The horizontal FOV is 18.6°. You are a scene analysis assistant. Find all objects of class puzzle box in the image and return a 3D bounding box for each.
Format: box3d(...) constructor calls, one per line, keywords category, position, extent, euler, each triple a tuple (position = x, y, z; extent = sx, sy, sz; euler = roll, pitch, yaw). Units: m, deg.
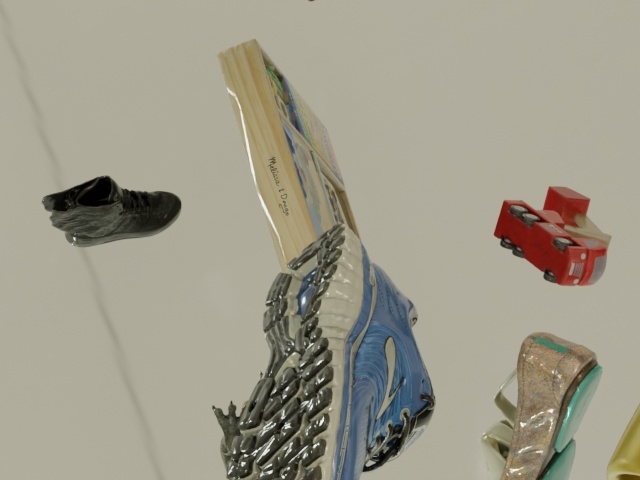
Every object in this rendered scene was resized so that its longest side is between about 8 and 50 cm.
box3d(category="puzzle box", position=(0.000, 0.000, 2.228), extent=(0.272, 0.052, 0.409), euler=(48, -158, -64))

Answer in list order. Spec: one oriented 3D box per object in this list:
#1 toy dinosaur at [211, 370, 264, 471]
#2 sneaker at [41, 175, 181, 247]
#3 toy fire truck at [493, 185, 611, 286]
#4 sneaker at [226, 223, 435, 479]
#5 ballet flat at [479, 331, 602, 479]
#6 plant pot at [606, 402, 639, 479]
box3d(category="toy dinosaur", position=(-0.069, 0.196, 1.847), extent=(0.268, 0.064, 0.118), euler=(-64, -17, -66))
box3d(category="sneaker", position=(-0.232, -0.039, 2.207), extent=(0.051, 0.170, 0.089), euler=(62, 156, 28))
box3d(category="toy fire truck", position=(0.264, -0.005, 2.105), extent=(0.192, 0.135, 0.047), euler=(41, 123, 53))
box3d(category="sneaker", position=(0.028, 0.133, 1.530), extent=(0.147, 0.130, 0.330), euler=(36, -142, -19))
box3d(category="ballet flat", position=(0.240, 0.219, 2.224), extent=(0.107, 0.106, 0.316), euler=(-39, -29, -42))
box3d(category="plant pot", position=(0.392, 0.140, 1.557), extent=(0.254, 0.239, 0.254), euler=(27, 167, 7))
